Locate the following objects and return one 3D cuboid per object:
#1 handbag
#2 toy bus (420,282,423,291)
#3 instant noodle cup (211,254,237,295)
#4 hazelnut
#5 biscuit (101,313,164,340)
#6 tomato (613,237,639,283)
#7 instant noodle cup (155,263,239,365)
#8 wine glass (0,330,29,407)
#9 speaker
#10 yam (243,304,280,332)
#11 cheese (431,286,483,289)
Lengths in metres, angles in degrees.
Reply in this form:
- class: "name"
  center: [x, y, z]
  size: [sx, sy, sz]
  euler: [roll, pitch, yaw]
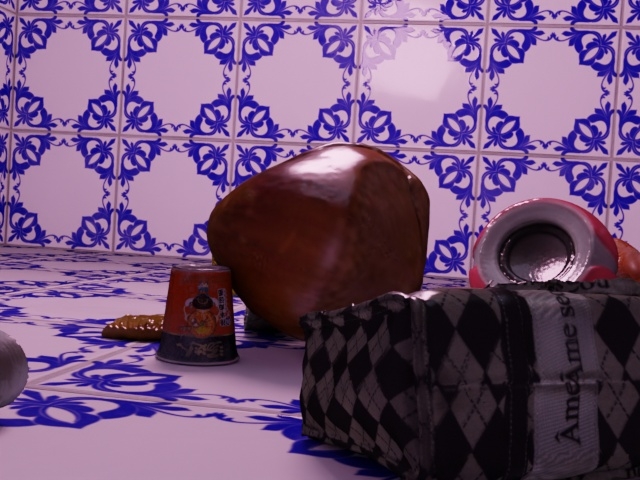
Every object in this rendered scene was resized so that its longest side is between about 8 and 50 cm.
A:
- class: "handbag"
  center: [0.209, 0.135, 0.802]
  size: [0.416, 0.180, 0.317]
  euler: [2, -10, -18]
- class: "toy bus"
  center: [0.219, 0.109, 2.146]
  size: [0.075, 0.122, 0.060]
  euler: [7, 3, 9]
- class: "instant noodle cup"
  center: [-0.206, 0.069, 2.225]
  size: [0.182, 0.144, 0.182]
  euler: [5, 1, 0]
- class: "hazelnut"
  center: [0.000, 0.000, 1.361]
  size: [0.372, 0.315, 0.372]
  euler: [7, 14, -2]
- class: "biscuit"
  center: [-0.258, 0.145, 1.471]
  size: [0.176, 0.031, 0.228]
  euler: [6, 3, 15]
- class: "tomato"
  center: [0.600, 0.103, 1.836]
  size: [0.095, 0.236, 0.237]
  euler: [-19, 12, -26]
- class: "instant noodle cup"
  center: [-0.176, 0.105, 1.249]
  size: [0.127, 0.135, 0.127]
  euler: [3, 3, 0]
- class: "wine glass"
  center: [-0.344, 0.131, 0.746]
  size: [0.103, 0.103, 0.222]
  euler: [4, 2, 10]
- class: "speaker"
  center: [0.448, 0.055, 1.715]
  size: [0.294, 0.294, 0.294]
  euler: [4, 2, 0]
- class: "yam"
  center: [-0.036, 0.100, 1.578]
  size: [0.254, 0.154, 0.154]
  euler: [2, 2, -25]
- class: "cheese"
  center: [0.229, 0.117, 1.424]
  size: [0.163, 0.082, 0.286]
  euler: [3, 0, -21]
